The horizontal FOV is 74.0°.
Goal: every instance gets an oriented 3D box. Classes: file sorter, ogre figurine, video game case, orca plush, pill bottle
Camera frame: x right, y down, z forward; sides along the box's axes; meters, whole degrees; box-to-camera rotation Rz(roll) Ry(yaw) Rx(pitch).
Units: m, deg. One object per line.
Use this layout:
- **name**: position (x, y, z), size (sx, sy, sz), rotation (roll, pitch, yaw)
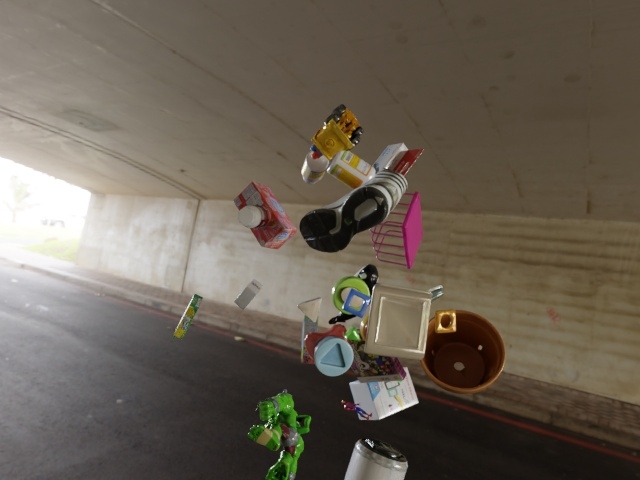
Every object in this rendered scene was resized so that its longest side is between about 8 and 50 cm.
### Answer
- **file sorter**: position (0.327, -0.052, 1.862), size (0.182, 0.202, 0.290), rotation (10, -35, 24)
- **ogre figurine**: position (-0.073, 0.391, 0.845), size (0.097, 0.197, 0.118), rotation (-30, 2, 20)
- **video game case**: position (0.184, 0.439, 1.618), size (0.210, 0.232, 0.042), rotation (-20, 16, 40)
- **orca plush**: position (0.127, 0.223, 1.559), size (0.151, 0.287, 0.102), rotation (35, 22, -20)
- **pill bottle**: position (-0.033, -0.364, 2.153), size (0.118, 0.117, 0.208), rotation (10, -16, -8)
- **pill bottle**: position (-0.251, -0.089, 1.593), size (0.086, 0.086, 0.152), rotation (8, 5, 13)
- **pill bottle**: position (0.165, -0.307, 1.951), size (0.246, 0.136, 0.136), rotation (33, -8, -7)

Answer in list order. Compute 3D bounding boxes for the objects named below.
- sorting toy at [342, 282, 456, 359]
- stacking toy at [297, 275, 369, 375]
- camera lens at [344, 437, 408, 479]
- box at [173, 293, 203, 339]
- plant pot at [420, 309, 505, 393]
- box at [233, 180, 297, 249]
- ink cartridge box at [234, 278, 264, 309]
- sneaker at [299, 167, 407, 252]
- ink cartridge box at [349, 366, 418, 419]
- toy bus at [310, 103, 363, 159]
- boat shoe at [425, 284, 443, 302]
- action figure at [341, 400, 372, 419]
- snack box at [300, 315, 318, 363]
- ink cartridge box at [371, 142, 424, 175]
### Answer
- **sorting toy**: position (0.215, 0.226, 1.184), size (0.348, 0.195, 0.047), rotation (11, -4, -15)
- **stacking toy**: position (0.088, 0.285, 1.396), size (0.309, 0.279, 0.130), rotation (-26, 11, -5)
- **camera lens**: position (0.210, 0.953, 1.688), size (0.220, 0.274, 0.219), rotation (20, -11, 4)
- **box**: position (-0.542, 0.317, 1.729), size (0.043, 0.179, 0.105), rotation (29, 17, -13)
- **plant pot**: position (0.504, 0.428, 1.542), size (0.291, 0.290, 0.203), rotation (8, -32, 21)
- **box**: position (-0.226, -0.101, 1.744), size (0.256, 0.128, 0.123), rotation (55, 19, 21)
- **ink cartridge box**: position (-0.338, 0.250, 2.031), size (0.062, 0.104, 0.181), rotation (41, 9, -2)
- **sneaker**: position (0.132, -0.105, 1.494), size (0.257, 0.169, 0.448), rotation (-36, 8, -41)
- **ink cartridge box**: position (0.337, 0.816, 2.271), size (0.270, 0.198, 0.197), rotation (-9, -16, -30)
- **toy bus**: position (0.049, -0.424, 1.732), size (0.211, 0.220, 0.149), rotation (-32, -70, 32)
- **boat shoe**: position (0.354, 0.291, 1.636), size (0.319, 0.099, 0.116), rotation (-36, -21, 7)
- **action figure**: position (0.124, 0.592, 1.493), size (0.115, 0.030, 0.038), rotation (12, 23, 32)
- **snack box**: position (-0.051, 0.451, 1.919), size (0.070, 0.207, 0.174), rotation (4, -17, -4)
- **ink cartridge box**: position (0.396, -0.421, 2.371), size (0.066, 0.296, 0.261), rotation (45, -16, -26)
